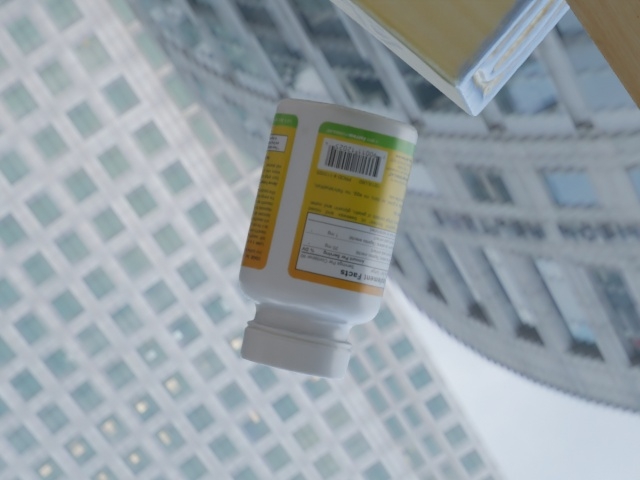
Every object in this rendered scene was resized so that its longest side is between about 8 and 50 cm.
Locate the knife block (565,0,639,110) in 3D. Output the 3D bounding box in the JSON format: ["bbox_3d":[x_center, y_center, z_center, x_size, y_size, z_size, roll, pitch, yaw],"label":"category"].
[{"bbox_3d":[0.266,-0.105,1.303,0.088,0.275,0.242,-45,-169,25],"label":"knife block"}]

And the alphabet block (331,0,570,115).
[{"bbox_3d":[0.110,-0.246,1.639,0.197,0.193,0.192,41,-89,10],"label":"alphabet block"}]

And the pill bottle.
[{"bbox_3d":[0.000,0.000,1.797,0.136,0.136,0.246,12,-91,41],"label":"pill bottle"}]
